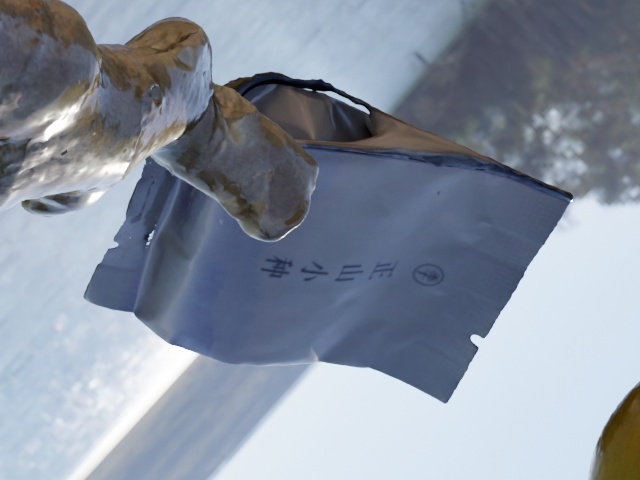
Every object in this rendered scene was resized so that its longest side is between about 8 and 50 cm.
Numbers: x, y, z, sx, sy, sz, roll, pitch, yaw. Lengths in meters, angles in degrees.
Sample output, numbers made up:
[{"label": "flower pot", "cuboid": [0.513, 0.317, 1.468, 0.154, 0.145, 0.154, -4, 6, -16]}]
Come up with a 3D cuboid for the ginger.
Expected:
[{"label": "ginger", "cuboid": [-0.081, -0.038, 0.496, 0.089, 0.075, 0.288, -50, 160, 12]}]

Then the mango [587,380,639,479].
[{"label": "mango", "cuboid": [0.199, 0.089, 0.662, 0.195, 0.137, 0.098, -55, 178, 13]}]

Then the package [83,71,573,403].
[{"label": "package", "cuboid": [0.000, 0.000, 0.968, 0.062, 0.251, 0.204, -88, -161, -44]}]
